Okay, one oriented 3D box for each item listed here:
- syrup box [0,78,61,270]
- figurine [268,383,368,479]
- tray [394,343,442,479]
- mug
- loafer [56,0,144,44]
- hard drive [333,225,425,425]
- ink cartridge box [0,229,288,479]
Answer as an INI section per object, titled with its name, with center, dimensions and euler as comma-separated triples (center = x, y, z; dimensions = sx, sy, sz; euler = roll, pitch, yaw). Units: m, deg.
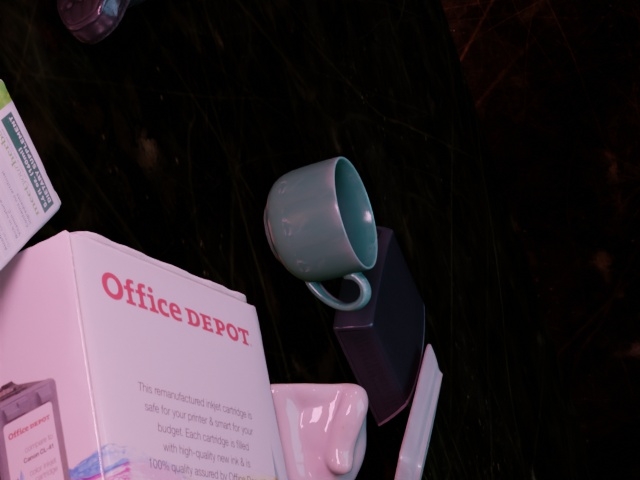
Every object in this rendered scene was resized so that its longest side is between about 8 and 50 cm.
[syrup box]
center = -0.244, 0.000, 0.697
dimensions = 0.237, 0.096, 0.093
euler = -68, 139, -63
[figurine]
center = -0.033, 0.224, 0.979
dimensions = 0.092, 0.215, 0.209
euler = 4, 77, -26
[tray]
center = 0.117, 0.252, 1.534
dimensions = 0.270, 0.030, 0.145
euler = -64, 163, -63
[mug]
center = -0.004, -0.008, 1.387
dimensions = 0.129, 0.097, 0.158
euler = 51, 30, -51
[loafer]
center = -0.178, -0.238, 1.104
dimensions = 0.078, 0.076, 0.223
euler = 51, 25, -34
[hard drive]
center = 0.082, 0.099, 1.614
dimensions = 0.255, 0.054, 0.172
euler = -72, 143, -59
[ink cartridge box]
center = -0.119, 0.176, 0.805
dimensions = 0.226, 0.131, 0.306
euler = 30, 41, -57
